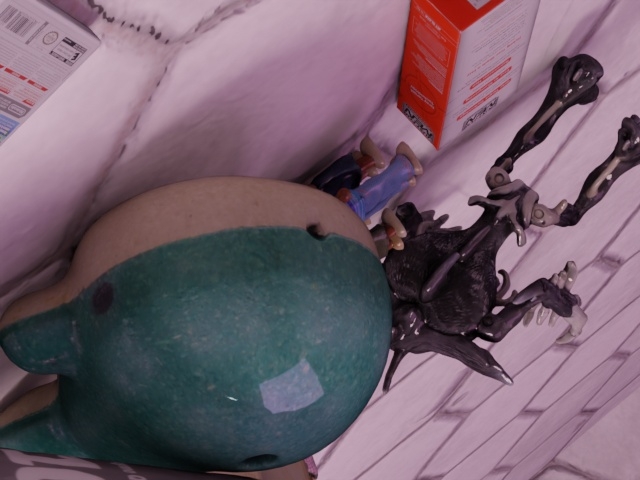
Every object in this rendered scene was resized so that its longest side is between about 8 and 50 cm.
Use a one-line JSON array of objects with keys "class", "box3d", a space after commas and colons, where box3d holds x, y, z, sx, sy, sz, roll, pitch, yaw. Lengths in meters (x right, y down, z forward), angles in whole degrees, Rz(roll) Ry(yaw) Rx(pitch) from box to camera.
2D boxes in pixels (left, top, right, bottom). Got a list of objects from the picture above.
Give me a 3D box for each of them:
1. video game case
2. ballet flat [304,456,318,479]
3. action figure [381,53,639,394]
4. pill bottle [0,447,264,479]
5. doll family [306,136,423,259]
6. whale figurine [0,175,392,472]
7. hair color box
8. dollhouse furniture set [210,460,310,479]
[{"class": "video game case", "box3d": [-0.151, -0.052, 0.699, 0.122, 0.011, 0.087, -45, 163, 5]}, {"class": "ballet flat", "box3d": [-0.081, 0.211, 1.366, 0.221, 0.079, 0.077, -25, 156, -44]}, {"class": "action figure", "box3d": [0.125, 0.005, 1.203, 0.275, 0.164, 0.141, -46, 159, -9]}, {"class": "pill bottle", "box3d": [-0.108, 0.210, 0.830, 0.361, 0.204, 0.204, 11, 133, -25]}, {"class": "doll family", "box3d": [0.000, 0.000, 1.064, 0.111, 0.076, 0.193, -32, 155, -18]}, {"class": "whale figurine", "box3d": [-0.076, 0.080, 0.932, 0.216, 0.141, 0.272, 10, 142, -39]}, {"class": "hair color box", "box3d": [0.088, -0.118, 1.012, 0.072, 0.043, 0.141, -37, 161, -17]}, {"class": "dollhouse furniture set", "box3d": [-0.161, 0.282, 1.264, 0.355, 0.174, 0.303, -29, 138, 13]}]
